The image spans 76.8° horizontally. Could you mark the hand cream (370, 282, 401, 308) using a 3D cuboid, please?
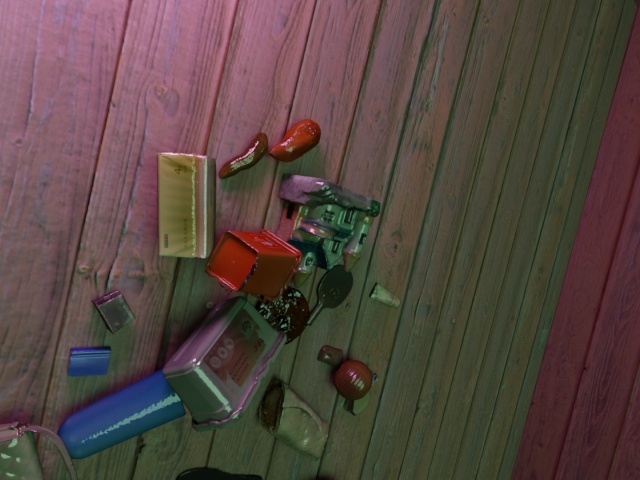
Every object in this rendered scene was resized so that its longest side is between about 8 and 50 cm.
[{"bbox_3d":[0.246,0.210,1.501,0.143,0.039,0.061,31,84,-31],"label":"hand cream"}]

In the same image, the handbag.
[{"bbox_3d":[-0.651,0.510,0.866,0.219,0.079,0.256,-5,104,-11],"label":"handbag"}]

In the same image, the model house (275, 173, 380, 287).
[{"bbox_3d":[0.000,0.000,1.193,0.267,0.194,0.325,16,94,-37],"label":"model house"}]

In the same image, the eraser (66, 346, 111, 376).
[{"bbox_3d":[-0.550,0.287,0.961,0.084,0.027,0.063,9,96,-36],"label":"eraser"}]

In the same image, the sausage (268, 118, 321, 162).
[{"bbox_3d":[-0.066,-0.280,1.146,0.179,0.089,0.089,-43,121,-23],"label":"sausage"}]

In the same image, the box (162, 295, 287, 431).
[{"bbox_3d":[-0.246,0.295,1.035,0.182,0.175,0.312,56,34,-18],"label":"box"}]

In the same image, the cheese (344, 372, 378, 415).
[{"bbox_3d":[0.152,0.565,1.500,0.092,0.047,0.171,35,80,-37],"label":"cheese"}]

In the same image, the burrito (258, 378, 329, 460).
[{"bbox_3d":[-0.087,0.583,1.303,0.143,0.105,0.299,-54,123,-26],"label":"burrito"}]

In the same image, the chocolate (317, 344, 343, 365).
[{"bbox_3d":[0.040,0.400,1.398,0.100,0.031,0.065,31,77,-34],"label":"chocolate"}]

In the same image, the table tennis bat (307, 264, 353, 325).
[{"bbox_3d":[0.026,0.185,1.352,0.234,0.022,0.131,-50,124,-19],"label":"table tennis bat"}]

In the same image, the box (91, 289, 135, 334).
[{"bbox_3d":[-0.490,0.168,0.961,0.063,0.060,0.085,-32,116,-34],"label":"box"}]

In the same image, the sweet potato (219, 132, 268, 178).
[{"bbox_3d":[-0.198,-0.221,1.086,0.182,0.053,0.054,-46,127,-19],"label":"sweet potato"}]

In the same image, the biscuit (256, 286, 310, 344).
[{"bbox_3d":[-0.114,0.232,1.243,0.192,0.049,0.192,-8,103,-38],"label":"biscuit"}]

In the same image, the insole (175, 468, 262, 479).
[{"bbox_3d":[-0.304,0.752,1.240,0.309,0.012,0.110,25,84,-36],"label":"insole"}]

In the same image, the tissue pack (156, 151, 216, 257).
[{"bbox_3d":[-0.313,-0.088,0.956,0.125,0.159,0.234,2,100,-11],"label":"tissue pack"}]

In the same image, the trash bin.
[{"bbox_3d":[-0.177,0.070,1.041,0.185,0.161,0.238,-60,161,6],"label":"trash bin"}]

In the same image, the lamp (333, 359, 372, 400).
[{"bbox_3d":[0.113,0.482,1.403,0.136,0.136,0.136,-8,104,-34],"label":"lamp"}]

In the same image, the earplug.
[{"bbox_3d":[-0.484,0.426,0.981,0.272,0.132,0.133,-20,111,-27],"label":"earplug"}]
